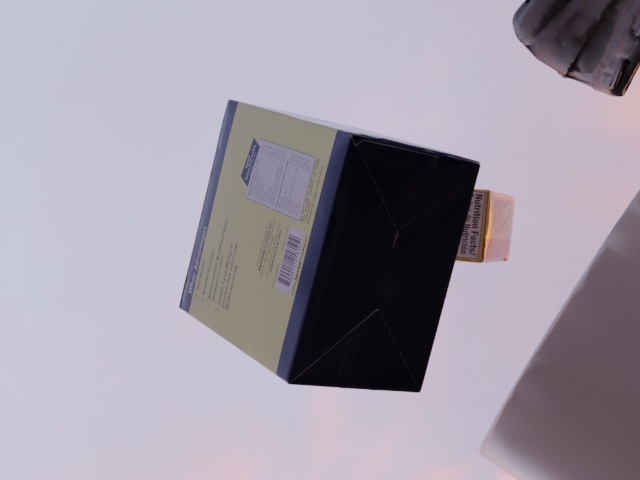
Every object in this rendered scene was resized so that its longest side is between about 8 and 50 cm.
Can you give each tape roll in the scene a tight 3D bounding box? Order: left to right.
[{"bbox_3d":[0.246,0.094,0.753,0.246,0.169,0.246,-51,-17,-23],"label":"tape roll"}]

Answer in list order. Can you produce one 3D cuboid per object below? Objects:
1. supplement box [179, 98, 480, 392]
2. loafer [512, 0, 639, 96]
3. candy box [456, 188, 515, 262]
[{"bbox_3d":[0.000,0.000,0.378,0.056,0.083,0.083,9,-81,-34],"label":"supplement box"},{"bbox_3d":[0.167,-0.139,0.467,0.076,0.078,0.223,-52,1,-30],"label":"loafer"},{"bbox_3d":[0.061,-0.030,1.289,0.183,0.316,0.088,0,-85,-71],"label":"candy box"}]
